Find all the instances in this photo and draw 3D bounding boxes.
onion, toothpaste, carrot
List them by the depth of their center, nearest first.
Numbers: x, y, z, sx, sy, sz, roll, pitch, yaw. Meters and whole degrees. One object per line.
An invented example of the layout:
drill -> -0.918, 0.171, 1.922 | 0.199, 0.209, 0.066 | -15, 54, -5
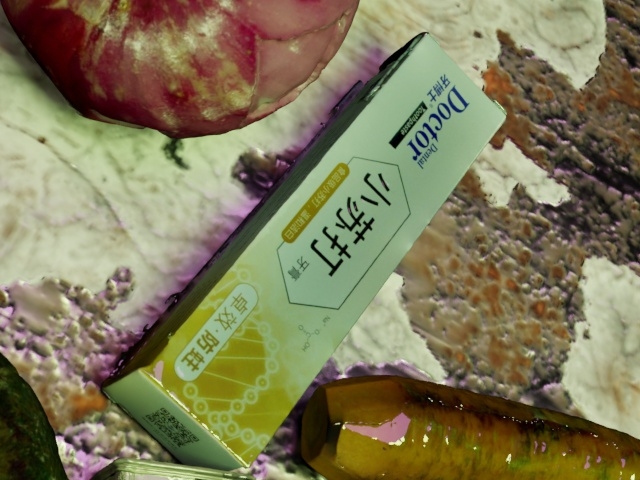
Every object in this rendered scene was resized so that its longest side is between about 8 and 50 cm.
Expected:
onion -> -0.092, -0.153, 0.711 | 0.207, 0.200, 0.201 | 42, 56, -27
toothpaste -> 0.000, 0.000, 0.758 | 0.089, 0.071, 0.313 | 44, 57, -9
carrot -> 0.112, 0.133, 0.760 | 0.260, 0.070, 0.070 | 15, 64, -23

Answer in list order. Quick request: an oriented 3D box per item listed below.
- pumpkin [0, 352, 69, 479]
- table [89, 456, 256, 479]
pumpkin -> -0.221, 0.126, 0.547 | 0.223, 0.157, 0.224 | 3, 67, -7
table -> -0.081, 0.165, 0.652 | 0.079, 0.062, 0.083 | 12, 66, -21
